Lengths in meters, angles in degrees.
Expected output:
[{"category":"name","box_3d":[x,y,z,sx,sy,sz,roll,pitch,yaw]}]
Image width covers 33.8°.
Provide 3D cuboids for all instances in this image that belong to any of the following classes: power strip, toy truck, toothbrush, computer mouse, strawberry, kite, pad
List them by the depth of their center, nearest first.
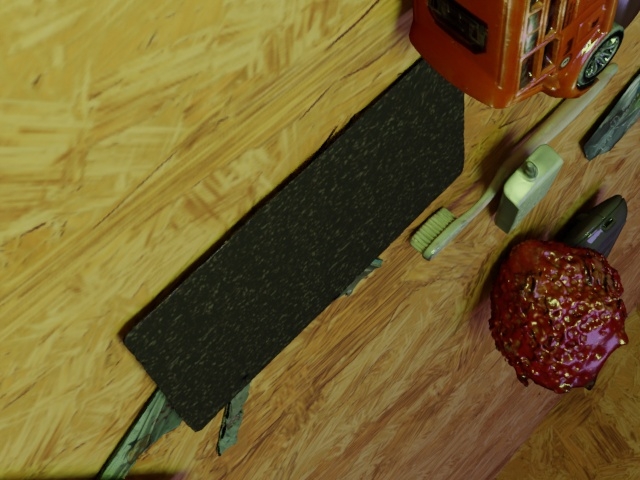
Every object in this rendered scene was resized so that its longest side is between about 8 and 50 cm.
[{"category":"toy truck","box_3d":[0.113,-0.166,0.609,0.114,0.107,0.253,-41,157,-15]},{"category":"pad","box_3d":[0.000,0.000,0.802,0.330,0.004,0.220,-44,156,-15]},{"category":"kite","box_3d":[-0.059,0.100,0.875,0.335,0.011,0.314,-35,156,-28]},{"category":"toothbrush","box_3d":[0.195,-0.086,1.030,0.307,0.029,0.025,-43,163,-21]},{"category":"power strip","box_3d":[0.201,-0.048,1.032,0.060,0.027,0.252,-47,170,0]},{"category":"kite","box_3d":[0.413,-0.218,1.242,0.310,0.015,0.169,-52,160,14]},{"category":"strawberry","box_3d":[0.285,0.077,1.313,0.187,0.184,0.201,-43,130,-1]},{"category":"computer mouse","box_3d":[0.375,0.007,1.498,0.120,0.057,0.232,-44,161,-11]}]

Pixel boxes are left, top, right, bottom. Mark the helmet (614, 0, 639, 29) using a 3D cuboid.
[{"category":"helmet","box_3d":[0.214,-0.199,0.799,0.098,0.070,0.123,-28,153,-41]}]
